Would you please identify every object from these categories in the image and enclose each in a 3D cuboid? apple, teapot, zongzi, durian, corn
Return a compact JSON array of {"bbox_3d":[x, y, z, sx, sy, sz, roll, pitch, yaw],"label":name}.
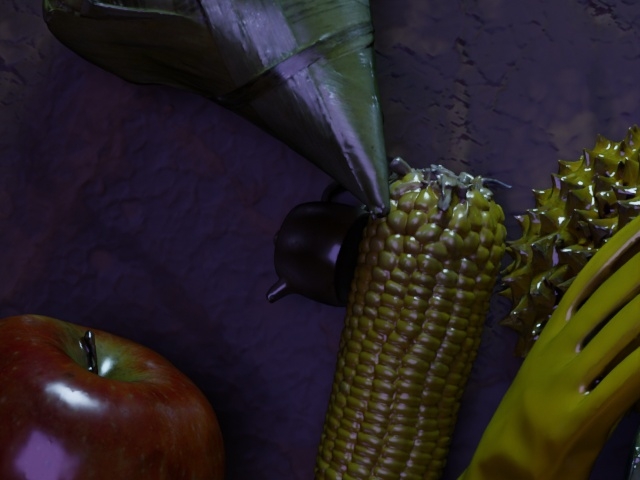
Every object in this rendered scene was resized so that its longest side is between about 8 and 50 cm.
[{"bbox_3d":[-0.183,0.172,1.134,0.230,0.230,0.230,-1,87,11],"label":"apple"},{"bbox_3d":[0.000,0.000,1.190,0.068,0.076,0.121,16,63,23],"label":"teapot"},{"bbox_3d":[-0.079,-0.125,1.166,0.251,0.125,0.274,-10,73,11],"label":"zongzi"},{"bbox_3d":[0.229,0.014,1.118,0.183,0.138,0.250,44,101,1],"label":"durian"},{"bbox_3d":[0.061,0.096,1.157,0.106,0.106,0.305,13,94,11],"label":"corn"}]

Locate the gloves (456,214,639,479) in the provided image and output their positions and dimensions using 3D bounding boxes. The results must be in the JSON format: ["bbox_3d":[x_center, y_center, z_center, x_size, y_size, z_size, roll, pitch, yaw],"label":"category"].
[{"bbox_3d":[0.163,0.109,1.004,0.116,0.133,0.294,19,118,-21],"label":"gloves"}]

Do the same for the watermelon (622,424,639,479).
[{"bbox_3d":[0.258,0.175,1.084,0.231,0.146,0.128,2,46,-26],"label":"watermelon"}]
